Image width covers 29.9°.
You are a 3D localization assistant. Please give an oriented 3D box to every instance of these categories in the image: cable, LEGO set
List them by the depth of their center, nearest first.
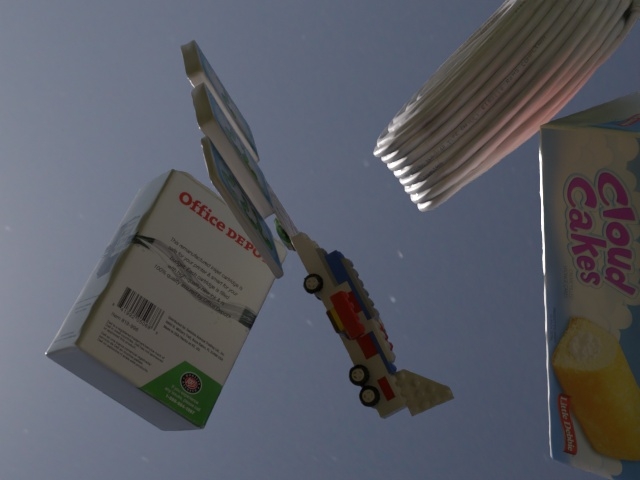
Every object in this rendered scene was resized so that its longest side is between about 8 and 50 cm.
[{"bbox_3d":[0.000,0.000,0.743,0.060,0.244,0.182,-28,-148,6],"label":"LEGO set"},{"bbox_3d":[0.156,-0.140,1.048,0.089,0.257,0.257,45,-126,-5],"label":"cable"}]

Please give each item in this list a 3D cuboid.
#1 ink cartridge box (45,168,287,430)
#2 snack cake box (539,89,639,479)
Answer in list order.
[{"bbox_3d":[-0.146,0.059,1.174,0.087,0.153,0.208,-17,-139,55],"label":"ink cartridge box"},{"bbox_3d":[0.244,0.029,0.895,0.152,0.264,0.089,-20,-158,-40],"label":"snack cake box"}]
